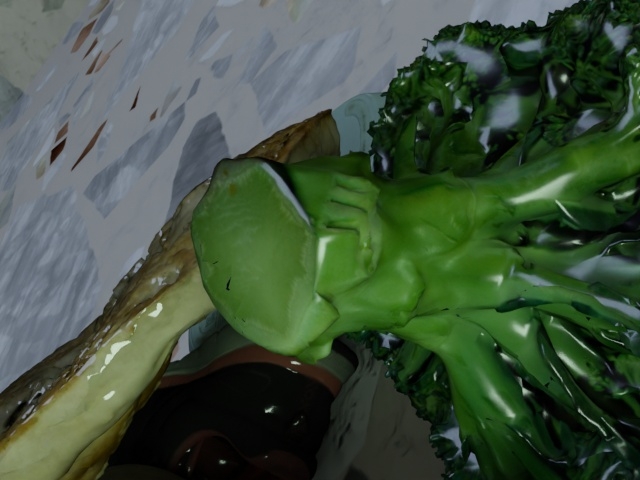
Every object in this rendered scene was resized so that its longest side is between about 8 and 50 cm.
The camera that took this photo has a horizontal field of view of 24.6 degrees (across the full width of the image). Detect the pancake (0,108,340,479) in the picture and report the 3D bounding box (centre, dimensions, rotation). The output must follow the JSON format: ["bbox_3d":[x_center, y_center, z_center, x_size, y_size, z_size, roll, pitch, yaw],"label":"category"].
[{"bbox_3d":[-0.116,0.061,0.919,0.387,0.082,0.387,-45,5,5],"label":"pancake"}]

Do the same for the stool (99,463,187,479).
[{"bbox_3d":[-0.183,0.281,0.993,0.264,0.179,0.179,-35,31,38],"label":"stool"}]

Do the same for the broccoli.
[{"bbox_3d":[0.093,0.021,0.718,0.297,0.297,0.298,8,100,51],"label":"broccoli"}]

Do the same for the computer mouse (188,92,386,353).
[{"bbox_3d":[0.006,0.002,1.106,0.288,0.097,0.159,-43,33,40],"label":"computer mouse"}]

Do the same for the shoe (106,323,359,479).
[{"bbox_3d":[-0.090,0.158,1.075,0.291,0.114,0.137,-27,42,40],"label":"shoe"}]
